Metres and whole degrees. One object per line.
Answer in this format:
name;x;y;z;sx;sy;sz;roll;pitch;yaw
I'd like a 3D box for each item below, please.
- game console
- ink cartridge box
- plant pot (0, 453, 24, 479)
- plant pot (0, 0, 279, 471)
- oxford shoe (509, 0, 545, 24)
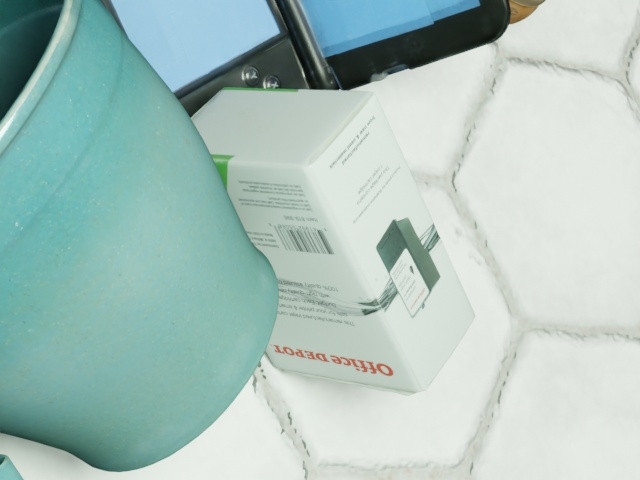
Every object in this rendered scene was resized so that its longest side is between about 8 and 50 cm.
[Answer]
game console;-0.043;-0.223;1.063;0.250;0.173;0.293;-34;109;-31
ink cartridge box;0.000;0.000;1.049;0.087;0.153;0.208;-49;128;-32
plant pot;-0.210;0.269;0.877;0.165;0.165;0.234;-46;112;-33
plant pot;-0.170;0.006;0.916;0.255;0.271;0.272;46;56;-33
oxford shoe;0.100;-0.259;1.275;0.212;0.076;0.076;41;60;0
